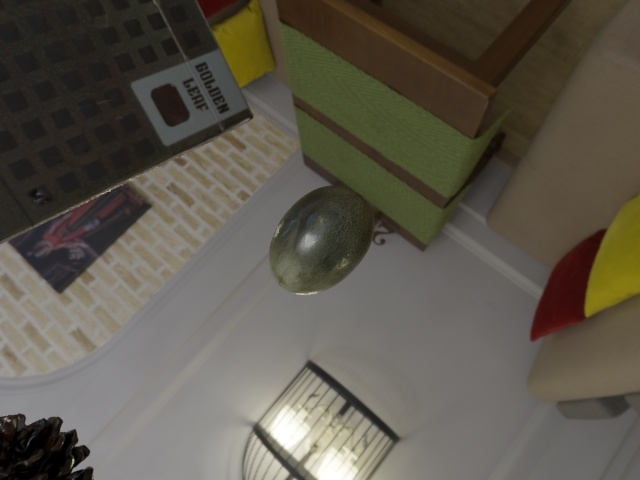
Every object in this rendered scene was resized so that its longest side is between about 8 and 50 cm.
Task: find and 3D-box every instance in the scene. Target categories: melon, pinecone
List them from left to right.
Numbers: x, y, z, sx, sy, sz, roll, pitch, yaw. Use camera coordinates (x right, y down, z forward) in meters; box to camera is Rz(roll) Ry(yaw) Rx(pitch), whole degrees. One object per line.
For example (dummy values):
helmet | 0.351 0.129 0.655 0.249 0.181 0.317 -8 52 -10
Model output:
pinecone | -0.462 0.397 0.717 0.224 0.224 0.272 11 116 65
melon | 0.000 0.000 0.503 0.098 0.130 0.098 43 -171 -9

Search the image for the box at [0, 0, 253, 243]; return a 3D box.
box | -0.218 -0.104 0.332 0.047 0.325 0.180 -1 120 54
